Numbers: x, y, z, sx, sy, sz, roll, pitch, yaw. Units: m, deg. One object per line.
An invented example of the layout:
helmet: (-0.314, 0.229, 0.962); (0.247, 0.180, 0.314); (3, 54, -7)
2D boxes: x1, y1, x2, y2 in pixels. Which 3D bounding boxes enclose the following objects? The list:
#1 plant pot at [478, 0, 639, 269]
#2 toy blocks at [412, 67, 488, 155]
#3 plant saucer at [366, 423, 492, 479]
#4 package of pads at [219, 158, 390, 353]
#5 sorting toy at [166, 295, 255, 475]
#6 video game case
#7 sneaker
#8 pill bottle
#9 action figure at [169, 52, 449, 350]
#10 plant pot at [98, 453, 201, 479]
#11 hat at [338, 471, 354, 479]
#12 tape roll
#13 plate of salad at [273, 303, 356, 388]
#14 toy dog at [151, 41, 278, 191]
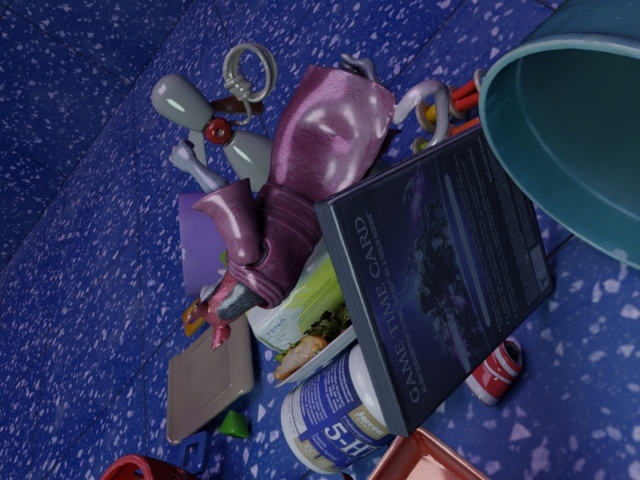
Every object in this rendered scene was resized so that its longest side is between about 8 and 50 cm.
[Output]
plant pot: (0.316, -0.140, 0.497); (0.255, 0.271, 0.272); (-49, 32, -10)
toy blocks: (0.199, -0.169, 0.839); (0.148, 0.054, 0.123); (-23, 48, 42)
plant saucer: (0.108, 0.321, 0.491); (0.259, 0.048, 0.258); (35, 96, 18)
package of pads: (0.000, 0.000, 0.913); (0.296, 0.101, 0.229); (-46, 35, 8)
sorting toy: (-0.180, 0.226, 1.049); (0.196, 0.047, 0.347); (-39, 39, 23)
video game case: (0.121, 0.013, 0.554); (0.026, 0.196, 0.274); (-6, 17, 47)
sneaker: (0.171, 0.114, 0.672); (0.067, 0.042, 0.118); (-53, 41, 17)
pill bottle: (0.053, 0.179, 0.712); (0.187, 0.112, 0.112); (-41, 38, 28)
action figure: (-0.028, -0.024, 0.760); (0.276, 0.248, 0.370); (19, 71, 26)
plant pot: (-0.208, 0.400, 0.833); (0.191, 0.174, 0.191); (-33, 41, 36)
hat: (0.085, 0.357, 0.619); (0.173, 0.183, 0.208); (-9, 81, 17)
tape roll: (-0.211, 0.005, 1.135); (0.189, 0.080, 0.188); (175, 90, -80)
plate of salad: (0.014, 0.112, 0.780); (0.200, 0.048, 0.200); (-40, -6, -5)
toy dog: (-0.125, -0.164, 1.075); (0.220, 0.333, 0.161); (-29, 20, 1)
